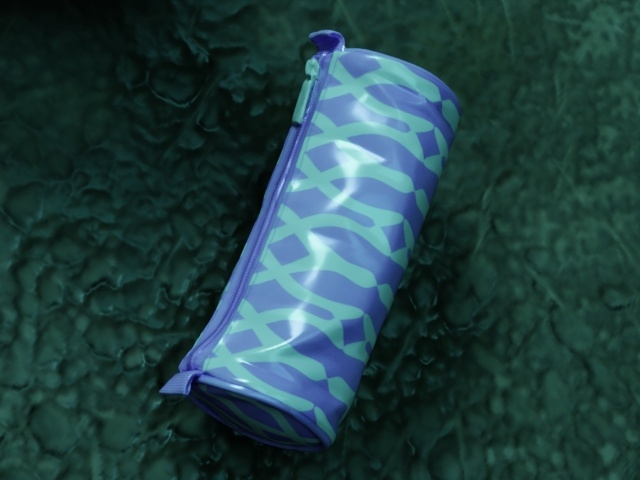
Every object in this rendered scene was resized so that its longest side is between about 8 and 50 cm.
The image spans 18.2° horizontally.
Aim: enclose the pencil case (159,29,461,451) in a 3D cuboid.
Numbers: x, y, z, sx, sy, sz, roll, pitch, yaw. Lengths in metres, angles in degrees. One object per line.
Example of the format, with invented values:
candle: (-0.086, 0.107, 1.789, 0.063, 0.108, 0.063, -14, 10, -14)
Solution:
pencil case: (0.000, 0.000, 0.971, 0.088, 0.086, 0.206, 34, 65, -34)
